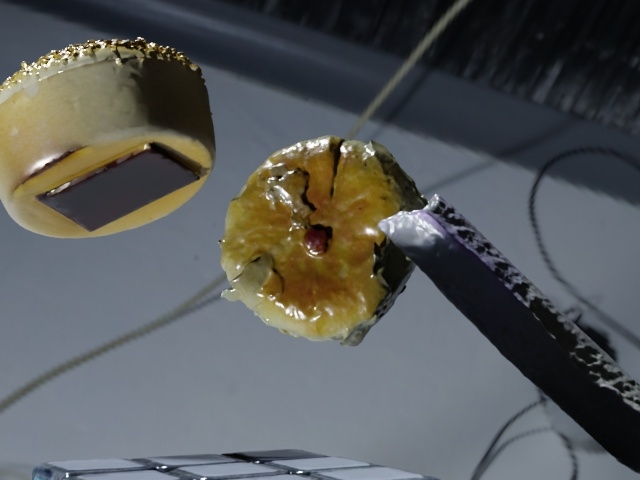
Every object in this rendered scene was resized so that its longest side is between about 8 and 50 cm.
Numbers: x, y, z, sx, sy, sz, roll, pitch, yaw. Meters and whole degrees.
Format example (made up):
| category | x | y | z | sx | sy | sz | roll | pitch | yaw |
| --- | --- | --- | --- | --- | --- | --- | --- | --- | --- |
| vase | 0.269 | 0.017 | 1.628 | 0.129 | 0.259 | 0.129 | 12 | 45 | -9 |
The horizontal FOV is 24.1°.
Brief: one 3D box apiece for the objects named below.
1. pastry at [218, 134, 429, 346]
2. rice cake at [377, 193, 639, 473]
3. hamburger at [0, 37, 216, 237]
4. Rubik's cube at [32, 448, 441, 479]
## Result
| category | x | y | z | sx | sy | sz | roll | pitch | yaw |
| --- | --- | --- | --- | --- | --- | --- | --- | --- | --- |
| pastry | 0.001 | -0.006 | 1.762 | 0.235 | 0.121 | 0.257 | 35 | 93 | 18 |
| rice cake | 0.228 | 0.094 | 1.619 | 0.399 | 0.070 | 0.064 | 44 | 33 | 12 |
| hamburger | -0.265 | -0.127 | 1.770 | 0.302 | 0.302 | 0.170 | -10 | 66 | -22 |
| Rubik's cube | -0.081 | 0.354 | 1.360 | 0.303 | 0.301 | 0.305 | -1 | 88 | -27 |
